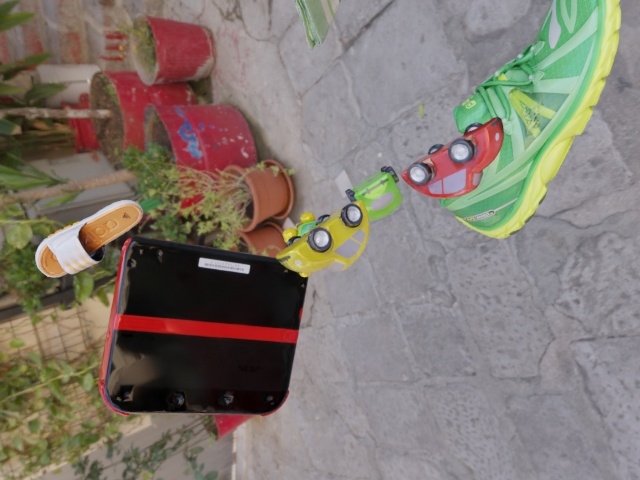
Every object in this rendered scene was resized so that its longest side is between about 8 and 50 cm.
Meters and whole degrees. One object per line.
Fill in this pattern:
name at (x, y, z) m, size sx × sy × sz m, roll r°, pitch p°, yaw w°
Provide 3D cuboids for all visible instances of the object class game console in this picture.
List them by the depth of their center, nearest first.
game console at (-0.225, 0.187, 0.954) m, size 0.060 × 0.386 × 0.342 m, roll 3°, pitch 84°, yaw 65°

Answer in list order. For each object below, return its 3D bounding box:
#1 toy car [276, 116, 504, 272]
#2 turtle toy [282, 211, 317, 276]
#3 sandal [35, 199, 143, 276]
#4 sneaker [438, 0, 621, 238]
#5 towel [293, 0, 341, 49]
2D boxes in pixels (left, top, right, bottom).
toy car at (0.071, -0.043, 0.507) m, size 0.053 × 0.239 × 0.225 m, roll 57°, pitch -173°, yaw -8°
turtle toy at (0.000, 0.000, 0.792) m, size 0.066 × 0.130 × 0.095 m, roll 7°, pitch 130°, yaw 42°
sandal at (-0.523, 0.003, 1.057) m, size 0.076 × 0.265 × 0.102 m, roll 51°, pitch 175°, yaw 45°
sneaker at (0.210, -0.143, 0.495) m, size 0.123 × 0.109 × 0.296 m, roll 19°, pitch 114°, yaw 7°
towel at (0.002, -0.552, 0.842) m, size 0.038 × 0.325 × 0.248 m, roll 8°, pitch 155°, yaw 22°
